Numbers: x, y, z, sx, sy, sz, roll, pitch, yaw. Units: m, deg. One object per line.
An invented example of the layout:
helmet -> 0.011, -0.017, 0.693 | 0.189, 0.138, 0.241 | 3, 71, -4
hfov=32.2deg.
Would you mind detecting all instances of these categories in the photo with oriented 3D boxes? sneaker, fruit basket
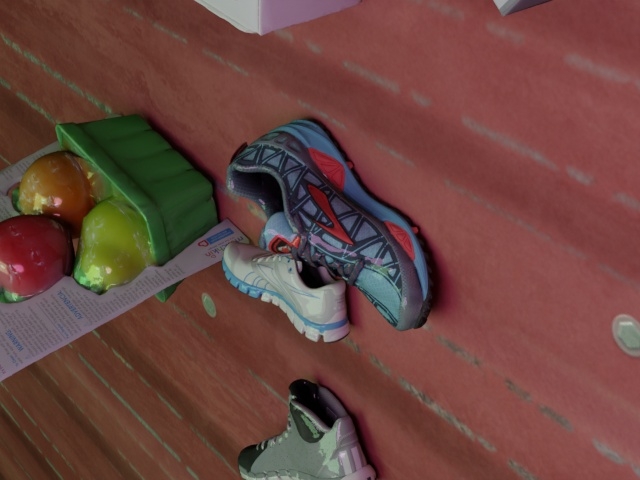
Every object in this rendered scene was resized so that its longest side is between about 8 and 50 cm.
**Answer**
sneaker -> -0.028, 0.229, 1.339 | 0.228, 0.086, 0.132 | -5, 101, 48
sneaker -> -0.035, 0.033, 1.229 | 0.190, 0.071, 0.083 | 29, 128, 35
fruit basket -> -0.316, 0.003, 1.364 | 0.327, 0.353, 0.165 | 41, 156, 36
sneaker -> 0.000, 0.000, 1.081 | 0.262, 0.125, 0.104 | 49, 146, 27

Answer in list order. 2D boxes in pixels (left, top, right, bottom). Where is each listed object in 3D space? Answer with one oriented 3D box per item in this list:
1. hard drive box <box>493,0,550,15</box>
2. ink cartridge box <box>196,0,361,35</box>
hard drive box -> 0.156, -0.281, 0.679 | 0.181, 0.089, 0.232 | 62, 149, 8
ink cartridge box -> -0.068, -0.364, 0.935 | 0.226, 0.131, 0.306 | 39, 140, 38
